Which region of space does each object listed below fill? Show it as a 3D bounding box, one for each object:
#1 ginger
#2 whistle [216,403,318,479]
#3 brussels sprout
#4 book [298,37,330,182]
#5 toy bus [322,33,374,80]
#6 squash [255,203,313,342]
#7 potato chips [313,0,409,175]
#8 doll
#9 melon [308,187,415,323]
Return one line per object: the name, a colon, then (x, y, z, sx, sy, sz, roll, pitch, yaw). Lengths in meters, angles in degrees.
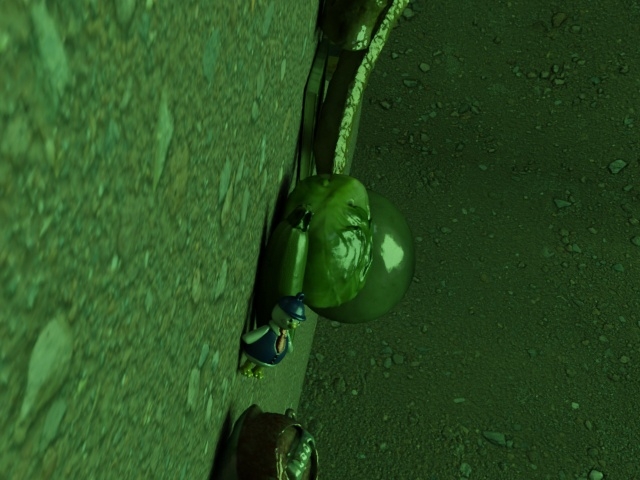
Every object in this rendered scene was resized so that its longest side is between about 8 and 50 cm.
ginger: (0.069, -0.439, 1.225, 0.109, 0.116, 0.263, -111, -149, -64)
whistle: (-0.093, 0.345, 1.030, 0.346, 0.134, 0.142, -60, 147, -55)
brussels sprout: (0.000, 0.000, 1.238, 0.223, 0.161, 0.223, -4, 90, -69)
book: (-0.011, -0.222, 1.380, 0.228, 0.024, 0.160, 96, 4, -49)
toy bus: (0.072, -0.441, 1.511, 0.138, 0.097, 0.342, 87, 14, -49)
squash: (-0.058, 0.062, 1.126, 0.066, 0.066, 0.252, -72, 172, -65)
potato chips: (0.063, -0.279, 1.324, 0.080, 0.057, 0.407, 28, 80, -50)
doll: (-0.064, 0.131, 1.090, 0.099, 0.057, 0.143, 24, 103, -46)
melon: (0.063, 0.030, 1.522, 0.272, 0.272, 0.308, -76, -178, -49)
